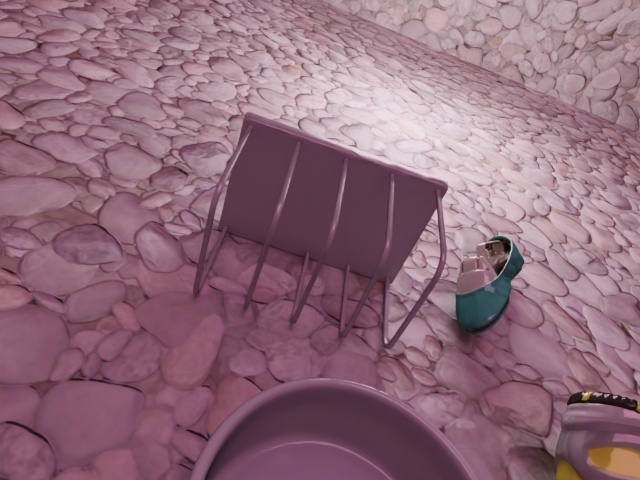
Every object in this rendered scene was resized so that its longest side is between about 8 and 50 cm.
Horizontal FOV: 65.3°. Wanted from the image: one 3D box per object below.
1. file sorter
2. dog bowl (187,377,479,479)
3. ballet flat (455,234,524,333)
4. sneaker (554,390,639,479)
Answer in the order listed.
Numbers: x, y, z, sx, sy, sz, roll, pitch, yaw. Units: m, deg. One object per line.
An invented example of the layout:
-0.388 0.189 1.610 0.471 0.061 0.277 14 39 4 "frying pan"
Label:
0.000 0.000 0.643 0.278 0.193 0.173 18 40 -6 "file sorter"
0.011 0.254 0.410 0.265 0.104 0.265 14 38 -11 "dog bowl"
0.256 0.054 0.784 0.247 0.083 0.087 -34 98 -52 "ballet flat"
0.417 0.326 0.534 0.384 0.145 0.147 33 69 9 "sneaker"
